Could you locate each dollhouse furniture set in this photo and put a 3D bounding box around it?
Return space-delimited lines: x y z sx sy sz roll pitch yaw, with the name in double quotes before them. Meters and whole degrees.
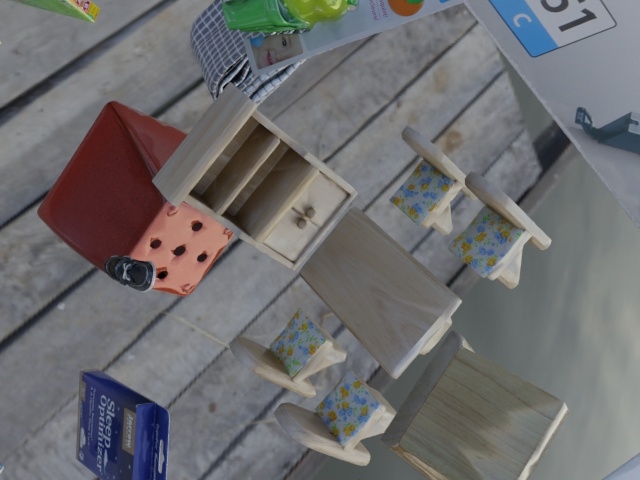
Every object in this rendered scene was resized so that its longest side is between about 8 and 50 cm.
"dollhouse furniture set" 0.000 0.000 1.054 0.362 0.394 0.256 -51 134 6
"dollhouse furniture set" 0.094 0.152 0.348 0.144 0.151 0.123 -55 142 -10

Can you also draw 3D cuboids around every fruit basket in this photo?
"fruit basket" 0.004 -0.428 1.130 0.165 0.353 0.327 -18 95 -53

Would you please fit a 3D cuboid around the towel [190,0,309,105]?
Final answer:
"towel" -0.104 -0.391 1.513 0.283 0.235 0.121 -40 131 13

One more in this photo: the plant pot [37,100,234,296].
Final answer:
"plant pot" -0.307 -0.050 1.533 0.267 0.236 0.267 20 111 -50

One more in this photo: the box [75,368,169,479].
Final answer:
"box" -0.280 0.272 1.160 0.036 0.225 0.137 0 97 -40

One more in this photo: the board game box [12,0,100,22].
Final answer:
"board game box" -0.506 -0.436 1.419 0.124 0.259 0.039 36 74 -60

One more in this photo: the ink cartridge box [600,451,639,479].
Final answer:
"ink cartridge box" 0.458 0.268 0.731 0.385 0.308 0.091 -28 138 -19

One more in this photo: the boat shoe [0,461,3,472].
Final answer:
"boat shoe" -0.567 0.339 1.262 0.066 0.183 0.066 -59 138 -60

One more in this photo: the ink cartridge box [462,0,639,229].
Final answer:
"ink cartridge box" 0.255 -0.125 0.483 0.296 0.261 0.066 42 54 -27

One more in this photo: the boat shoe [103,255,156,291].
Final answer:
"boat shoe" -0.273 0.044 1.190 0.038 0.125 0.046 15 91 -35

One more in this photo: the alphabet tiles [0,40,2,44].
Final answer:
"alphabet tiles" -0.651 -0.292 1.264 0.285 0.342 0.011 -57 156 -16
